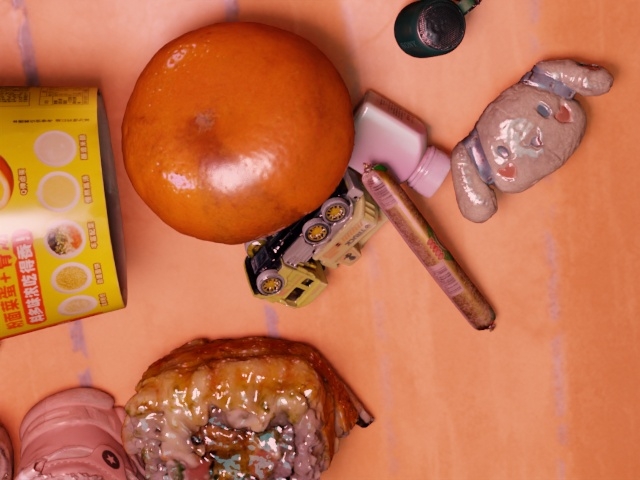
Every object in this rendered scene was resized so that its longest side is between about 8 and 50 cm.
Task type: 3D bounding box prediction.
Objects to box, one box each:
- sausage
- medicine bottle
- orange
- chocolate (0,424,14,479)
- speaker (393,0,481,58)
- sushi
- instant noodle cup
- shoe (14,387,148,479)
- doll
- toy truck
[{"bbox_3d":[0.119,0.011,1.535,0.033,0.033,0.269,-32,120,13],"label":"sausage"},{"bbox_3d":[0.079,-0.097,1.517,0.118,0.055,0.074,31,112,-7],"label":"medicine bottle"},{"bbox_3d":[-0.082,-0.107,1.451,0.240,0.171,0.240,-4,72,12],"label":"orange"},{"bbox_3d":[-0.470,0.227,1.650,0.261,0.083,0.161,16,128,2],"label":"chocolate"},{"bbox_3d":[0.121,-0.232,1.459,0.060,0.075,0.094,34,83,-17],"label":"speaker"},{"bbox_3d":[-0.081,0.208,1.589,0.274,0.139,0.184,-5,107,5],"label":"sushi"},{"bbox_3d":[-0.321,-0.027,1.455,0.221,0.311,0.311,-7,109,-3],"label":"instant noodle cup"},{"bbox_3d":[-0.239,0.353,1.620,0.172,0.198,0.351,-33,103,15],"label":"shoe"},{"bbox_3d":[0.215,-0.111,1.495,0.103,0.071,0.214,44,99,-6],"label":"doll"},{"bbox_3d":[0.000,0.000,1.539,0.100,0.077,0.169,25,117,-34],"label":"toy truck"}]
